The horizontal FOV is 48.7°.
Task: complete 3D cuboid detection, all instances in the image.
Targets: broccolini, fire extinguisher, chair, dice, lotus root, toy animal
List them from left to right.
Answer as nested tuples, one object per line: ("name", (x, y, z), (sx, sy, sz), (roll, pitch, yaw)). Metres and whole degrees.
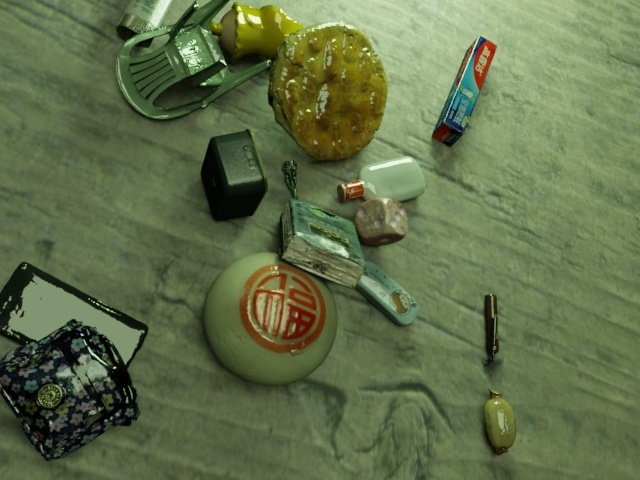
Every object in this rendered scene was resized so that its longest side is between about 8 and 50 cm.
("chair", (-0.288, -0.399, 1.537), (0.191, 0.275, 0.203), (-32, 97, -48))
("toy animal", (-0.155, -0.484, 1.659), (0.230, 0.156, 0.155), (7, 69, -14))
("broccolini", (-0.059, -0.121, 1.640), (0.035, 0.030, 0.139), (3, 72, -58))
("dice", (0.141, -0.043, 1.629), (0.093, 0.094, 0.091), (16, 61, -49))
("fire extinguisher", (0.410, 0.212, 1.682), (0.035, 0.049, 0.173), (12, 68, -24))
("lotus root", (0.407, 0.408, 1.602), (0.073, 0.062, 0.150), (2, 72, -20))

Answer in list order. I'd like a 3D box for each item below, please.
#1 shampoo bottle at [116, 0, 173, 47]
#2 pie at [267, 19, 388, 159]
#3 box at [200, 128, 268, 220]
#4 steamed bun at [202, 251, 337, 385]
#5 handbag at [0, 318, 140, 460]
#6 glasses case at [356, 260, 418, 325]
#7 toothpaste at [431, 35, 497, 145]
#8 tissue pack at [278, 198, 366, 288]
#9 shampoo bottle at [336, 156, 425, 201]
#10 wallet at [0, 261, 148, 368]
("shampoo bottle", (-0.392, -0.557, 1.646), (0.086, 0.056, 0.227), (24, 65, -15))
("pie", (0.022, -0.345, 1.643), (0.340, 0.083, 0.339), (-9, 104, -38))
("box", (-0.188, -0.134, 1.496), (0.090, 0.201, 0.144), (-13, 78, -20))
("steamed bun", (-0.093, 0.152, 1.441), (0.283, 0.177, 0.282), (7, 69, -19))
("handbag", (-0.451, 0.267, 1.283), (0.208, 0.127, 0.228), (-31, 87, -11))
("glasses case", (0.148, 0.122, 1.615), (0.178, 0.045, 0.067), (42, 64, -3))
("toothpaste", (0.383, -0.398, 1.869), (0.066, 0.076, 0.320), (27, 64, -7))
("tissue pack", (0.000, 0.000, 1.516), (0.174, 0.235, 0.073), (23, 109, -12))
("shampoo bottle", (0.144, -0.136, 1.701), (0.221, 0.051, 0.108), (-14, 80, -25))
("wallet", (-0.489, 0.165, 1.372), (0.286, 0.030, 0.146), (29, 64, -9))
